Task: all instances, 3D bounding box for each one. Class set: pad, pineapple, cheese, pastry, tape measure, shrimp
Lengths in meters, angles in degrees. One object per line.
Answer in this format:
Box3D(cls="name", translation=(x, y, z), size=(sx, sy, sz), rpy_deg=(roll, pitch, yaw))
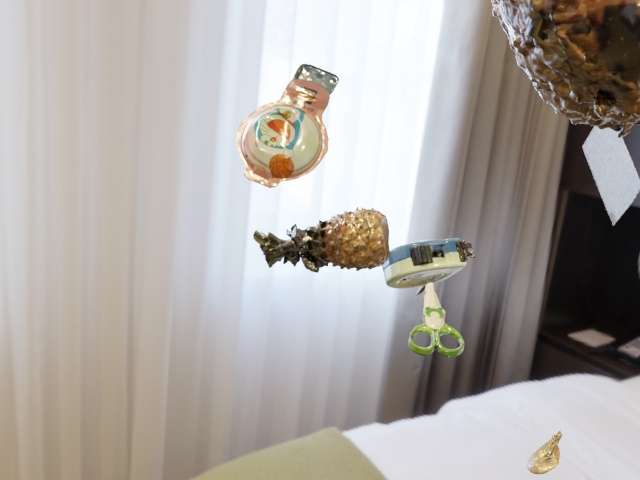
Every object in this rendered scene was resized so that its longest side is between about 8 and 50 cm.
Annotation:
Box3D(cls="pad", translation=(0.667, -0.172, 1.475), size=(0.003, 0.235, 0.158), rpy_deg=(-4, -30, -4))
Box3D(cls="pineapple", translation=(0.000, 0.000, 1.472), size=(0.309, 0.141, 0.170), rpy_deg=(-4, -22, 13))
Box3D(cls="cheese", translation=(-0.060, -0.231, 1.281), size=(0.188, 0.286, 0.074), rpy_deg=(25, -16, 9))
Box3D(cls="pastry", translation=(0.454, -0.383, 1.047), size=(0.292, 0.405, 0.337), rpy_deg=(-27, -10, 14))
Box3D(cls="tape measure", translation=(0.262, 0.088, 1.831), size=(0.215, 0.098, 0.351), rpy_deg=(-4, -21, -18))
Box3D(cls="shrimp", translation=(0.459, 0.429, 1.283), size=(0.108, 0.023, 0.059), rpy_deg=(-39, 18, -16))

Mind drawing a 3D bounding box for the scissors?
Box3D(cls="scissors", translation=(0.220, 0.149, 1.239), size=(0.101, 0.027, 0.204), rpy_deg=(6, 33, 4))
